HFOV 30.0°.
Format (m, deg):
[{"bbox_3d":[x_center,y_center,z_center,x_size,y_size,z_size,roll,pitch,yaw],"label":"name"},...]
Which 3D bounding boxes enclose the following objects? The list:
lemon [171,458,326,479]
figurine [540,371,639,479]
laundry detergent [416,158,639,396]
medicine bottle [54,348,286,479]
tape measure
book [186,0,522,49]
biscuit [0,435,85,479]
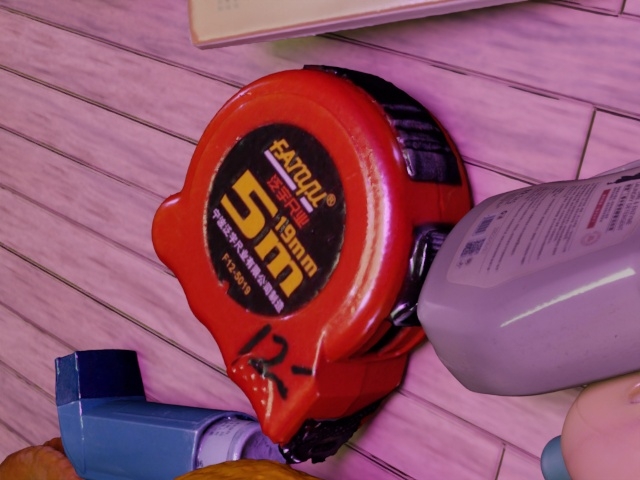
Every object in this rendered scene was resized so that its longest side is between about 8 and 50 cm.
[{"bbox_3d":[-0.058,0.289,0.876,0.245,0.245,0.320,61,138,24],"label":"lemon"},{"bbox_3d":[0.262,0.197,0.663,0.324,0.124,0.222,49,122,27],"label":"figurine"},{"bbox_3d":[0.189,0.005,0.707,0.253,0.181,0.091,-18,115,42],"label":"laundry detergent"},{"bbox_3d":[-0.141,0.166,1.066,0.258,0.079,0.124,2,87,43],"label":"medicine bottle"},{"bbox_3d":[0.000,0.000,0.912,0.260,0.114,0.253,-52,57,26],"label":"tape measure"},{"bbox_3d":[0.070,-0.287,0.824,0.389,0.032,0.268,-3,87,25],"label":"book"},{"bbox_3d":[-0.259,0.306,1.189,0.220,0.066,0.220,2,93,43],"label":"biscuit"}]
